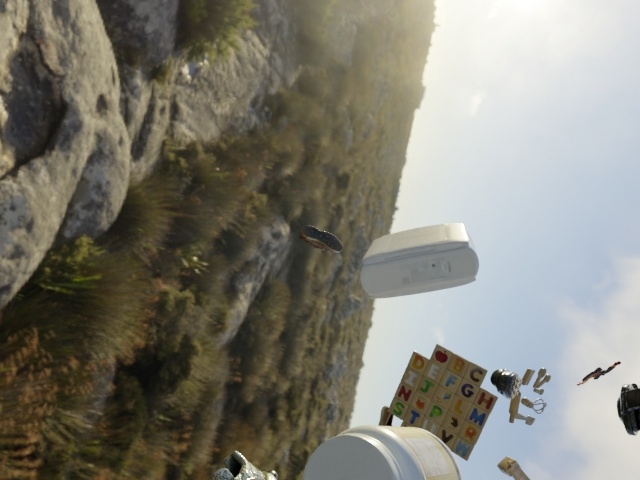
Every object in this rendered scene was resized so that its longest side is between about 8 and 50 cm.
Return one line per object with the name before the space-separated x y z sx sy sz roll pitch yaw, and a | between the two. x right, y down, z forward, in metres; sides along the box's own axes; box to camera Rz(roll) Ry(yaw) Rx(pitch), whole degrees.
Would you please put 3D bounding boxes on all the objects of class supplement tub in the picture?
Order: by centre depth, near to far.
supplement tub | 0.126 0.482 1.058 0.316 0.228 0.228 29 72 -53

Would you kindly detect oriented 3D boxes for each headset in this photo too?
headset | 0.896 0.426 1.417 0.394 0.243 0.185 75 24 -61

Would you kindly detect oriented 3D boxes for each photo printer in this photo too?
photo printer | 0.235 0.038 1.283 0.307 0.256 0.107 -44 122 -74

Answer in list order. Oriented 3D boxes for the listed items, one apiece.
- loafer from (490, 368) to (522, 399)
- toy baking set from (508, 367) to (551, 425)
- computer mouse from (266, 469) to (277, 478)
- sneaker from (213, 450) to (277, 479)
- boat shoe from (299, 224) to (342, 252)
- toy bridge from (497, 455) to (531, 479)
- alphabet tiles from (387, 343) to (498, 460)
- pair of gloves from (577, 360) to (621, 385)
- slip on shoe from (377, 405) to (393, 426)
loafer | 0.514 0.398 1.516 0.223 0.078 0.076 33 75 -62
toy baking set | 0.712 0.542 1.836 0.030 0.197 0.256 32 -57 54
computer mouse | -0.226 0.743 1.614 0.071 0.242 0.041 5 57 -63
sneaker | -0.209 0.642 1.287 0.158 0.182 0.410 -38 -175 0
boat shoe | 0.000 0.000 2.060 0.060 0.178 0.064 -40 -148 49
toy bridge | 0.354 0.428 0.860 0.026 0.188 0.063 -36 180 -14
alphabet tiles | 0.372 0.509 1.682 0.011 0.285 0.342 -1 114 -60
pair of gloves | 0.597 0.285 1.165 0.010 0.083 0.074 64 -30 32
slip on shoe | 0.231 0.650 1.899 0.051 0.041 0.135 8 94 -47
